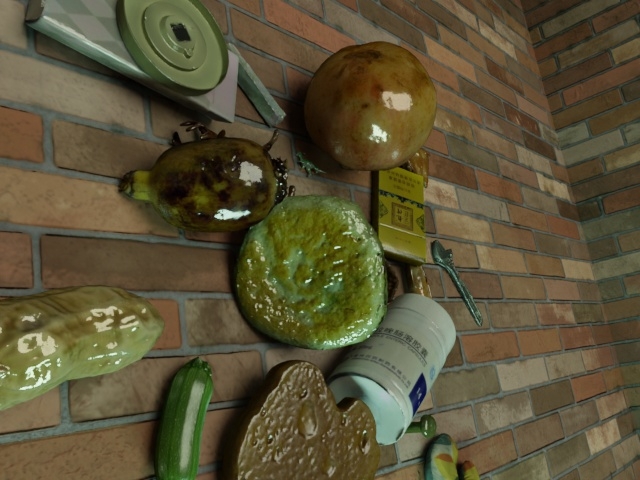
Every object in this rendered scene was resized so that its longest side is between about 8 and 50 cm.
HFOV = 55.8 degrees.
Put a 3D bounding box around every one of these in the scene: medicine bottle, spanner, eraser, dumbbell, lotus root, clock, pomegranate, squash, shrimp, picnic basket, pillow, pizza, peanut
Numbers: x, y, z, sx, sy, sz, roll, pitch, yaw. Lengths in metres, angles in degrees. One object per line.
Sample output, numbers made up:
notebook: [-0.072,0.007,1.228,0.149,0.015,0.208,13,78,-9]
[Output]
medicine bottle: [0.164,0.272,1.343,0.332,0.190,0.189,-42,107,-50]
spanner: [0.425,0.131,1.850,0.325,0.026,0.093,58,41,-16]
eraser: [-0.329,-0.375,1.130,0.397,0.082,0.213,22,58,-43]
dumbbell: [0.208,0.429,1.384,0.046,0.118,0.052,33,52,-32]
lotus root: [-0.192,-0.096,1.078,0.314,0.141,0.169,-7,104,-18]
clock: [-0.265,-0.381,1.118,0.235,0.029,0.234,25,56,-42]
pomegranate: [0.119,-0.306,1.474,0.338,0.338,0.338,24,57,-42]
squash: [-0.221,0.294,0.974,0.077,0.068,0.219,24,56,-24]
shrimp: [0.277,0.105,1.664,0.133,0.053,0.235,0,72,-55]
picnic basket: [0.118,0.067,1.489,0.193,0.055,0.110,53,40,-19]
pillow: [0.332,0.600,1.496,0.233,0.086,0.214,51,31,-18]
pizza: [0.279,-0.227,1.815,0.182,0.063,0.161,-25,87,-57]
peanut: [-0.359,0.135,0.815,0.325,0.153,0.140,-10,86,-45]

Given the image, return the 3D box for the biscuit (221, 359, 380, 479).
biscuit: [-0.036,0.409,1.095,0.359,0.074,0.380,6,75,-39]

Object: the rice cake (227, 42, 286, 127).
rice cake: [-0.154,-0.350,1.360,0.210,0.043,0.034,53,34,-20]

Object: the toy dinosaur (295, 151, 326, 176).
toy dinosaur: [-0.027,-0.185,1.458,0.083,0.021,0.062,-7,66,-50]

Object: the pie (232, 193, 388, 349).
pie: [-0.020,0.066,1.177,0.070,0.323,0.323,-70,137,-86]

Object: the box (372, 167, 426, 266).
box: [0.212,-0.075,1.642,0.153,0.041,0.278,17,59,-24]

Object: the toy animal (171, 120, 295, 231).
toy animal: [-0.158,-0.152,1.234,0.260,0.087,0.243,-34,99,-54]
